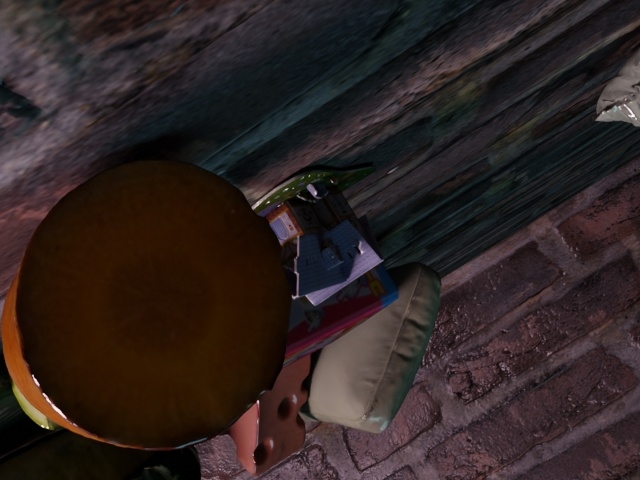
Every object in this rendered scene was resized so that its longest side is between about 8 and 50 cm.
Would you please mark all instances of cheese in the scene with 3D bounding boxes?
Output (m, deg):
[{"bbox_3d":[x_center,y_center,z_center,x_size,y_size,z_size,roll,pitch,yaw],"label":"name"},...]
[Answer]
[{"bbox_3d":[-0.089,0.198,1.378,0.128,0.203,0.177,-19,151,-45],"label":"cheese"}]

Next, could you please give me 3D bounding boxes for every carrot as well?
[{"bbox_3d":[-0.127,0.056,0.612,0.159,0.159,0.225,-27,180,-27],"label":"carrot"}]

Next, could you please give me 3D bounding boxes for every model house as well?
[{"bbox_3d":[0.000,0.000,0.855,0.117,0.088,0.167,-35,170,23],"label":"model house"}]

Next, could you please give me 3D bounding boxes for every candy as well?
[{"bbox_3d":[-0.054,0.108,1.227,0.306,0.100,0.157,-23,169,-45],"label":"candy"}]

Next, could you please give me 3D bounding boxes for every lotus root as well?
[{"bbox_3d":[-0.343,0.286,1.096,0.375,0.111,0.390,-24,175,-42],"label":"lotus root"}]

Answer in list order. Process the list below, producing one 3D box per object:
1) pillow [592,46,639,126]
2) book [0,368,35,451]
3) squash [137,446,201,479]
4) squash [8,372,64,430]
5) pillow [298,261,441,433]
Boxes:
[{"bbox_3d":[0.477,-0.230,1.056,0.310,0.138,0.283,-27,178,-18],"label":"pillow"},{"bbox_3d":[-0.351,0.181,0.827,0.260,0.043,0.371,-36,172,27],"label":"book"},{"bbox_3d":[-0.288,0.348,1.342,0.252,0.165,0.252,-25,-148,17],"label":"squash"},{"bbox_3d":[-0.167,0.087,0.830,0.075,0.090,0.200,-24,-177,36],"label":"squash"},{"bbox_3d":[0.059,0.163,1.447,0.322,0.120,0.255,-19,-136,65],"label":"pillow"}]
